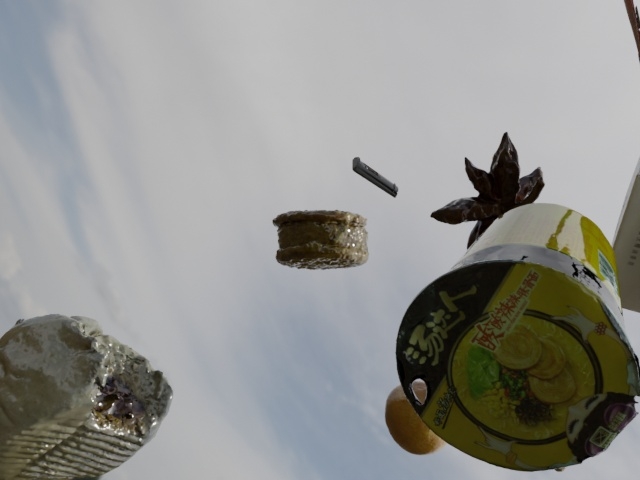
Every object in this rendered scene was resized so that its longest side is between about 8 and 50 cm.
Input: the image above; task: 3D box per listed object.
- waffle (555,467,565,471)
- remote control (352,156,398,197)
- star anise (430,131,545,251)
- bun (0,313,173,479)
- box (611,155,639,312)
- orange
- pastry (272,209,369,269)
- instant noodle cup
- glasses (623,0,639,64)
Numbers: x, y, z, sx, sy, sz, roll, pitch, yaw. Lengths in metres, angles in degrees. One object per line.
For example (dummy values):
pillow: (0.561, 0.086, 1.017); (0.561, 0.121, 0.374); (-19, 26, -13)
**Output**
waffle: (0.401, 0.299, 1.496); (0.092, 0.135, 0.021); (47, -16, -11)
remote control: (0.089, -0.101, 1.461); (0.091, 0.034, 0.016); (32, -55, -24)
star anise: (0.280, -0.045, 1.432); (0.212, 0.196, 0.111); (59, 2, -40)
bun: (-0.361, 0.210, 1.267); (0.281, 0.281, 0.205); (87, -18, -54)
box: (0.492, -0.051, 1.302); (0.116, 0.203, 0.274); (18, -37, 16)
orange: (0.208, 0.362, 1.891); (0.159, 0.136, 0.159); (50, 16, -19)
pastry: (0.000, 0.000, 1.772); (0.188, 0.188, 0.103); (158, -67, -69)
instant noodle cup: (0.205, 0.071, 0.890); (0.215, 0.236, 0.216); (9, -64, 19)
glasses: (0.561, -0.320, 1.343); (0.118, 0.234, 0.268); (123, -37, -67)
